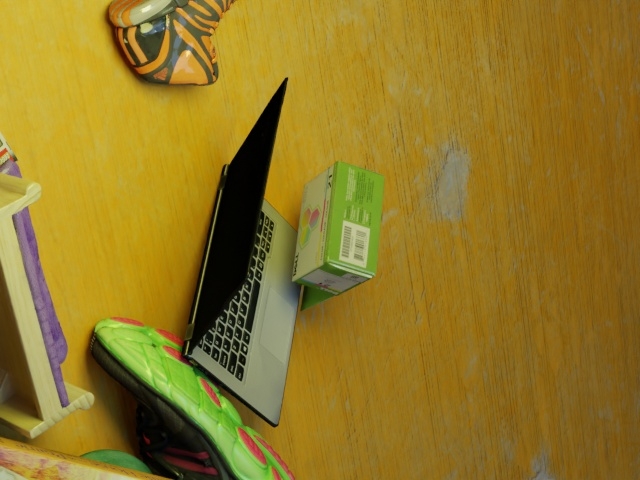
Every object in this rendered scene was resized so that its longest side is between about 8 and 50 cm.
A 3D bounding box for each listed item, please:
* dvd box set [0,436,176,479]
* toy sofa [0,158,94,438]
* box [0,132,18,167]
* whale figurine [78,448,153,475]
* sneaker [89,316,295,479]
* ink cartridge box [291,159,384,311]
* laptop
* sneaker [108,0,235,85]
[{"bbox_3d":[-0.354,0.467,1.759,0.420,0.062,0.308,23,86,-32],"label":"dvd box set"},{"bbox_3d":[-0.421,0.076,1.731,0.177,0.150,0.363,-33,126,-40],"label":"toy sofa"},{"bbox_3d":[-0.527,-0.094,1.704,0.207,0.036,0.114,-48,127,-32],"label":"box"},{"bbox_3d":[-0.329,0.432,1.940,0.216,0.141,0.272,-21,138,-6],"label":"whale figurine"},{"bbox_3d":[-0.222,0.329,1.976,0.202,0.185,0.483,-34,108,6],"label":"sneaker"},{"bbox_3d":[0.000,0.000,2.124,0.097,0.255,0.189,18,65,-25],"label":"ink cartridge box"},{"bbox_3d":[-0.067,0.031,1.986,0.408,0.236,0.382,46,42,-41],"label":"laptop"},{"bbox_3d":[-0.189,-0.363,1.985,0.321,0.124,0.180,-37,126,-25],"label":"sneaker"}]
